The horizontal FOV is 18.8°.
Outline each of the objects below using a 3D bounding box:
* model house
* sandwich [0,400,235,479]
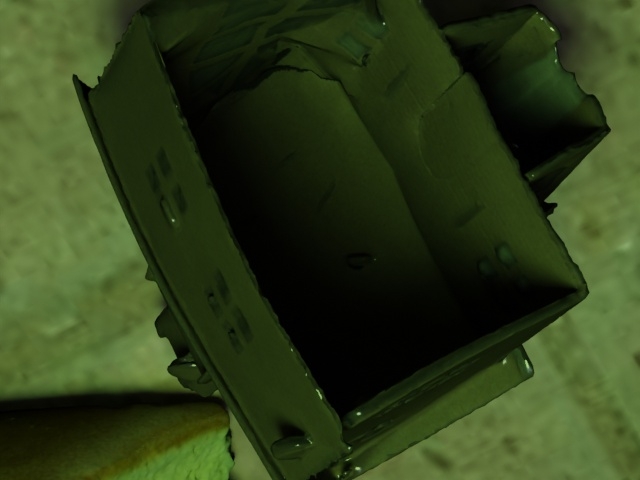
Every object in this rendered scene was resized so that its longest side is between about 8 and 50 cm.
[{"bbox_3d":[0.000,0.000,0.889,0.211,0.204,0.243,62,152,11],"label":"model house"},{"bbox_3d":[-0.159,0.156,0.995,0.236,0.128,0.122,-9,124,8],"label":"sandwich"}]
